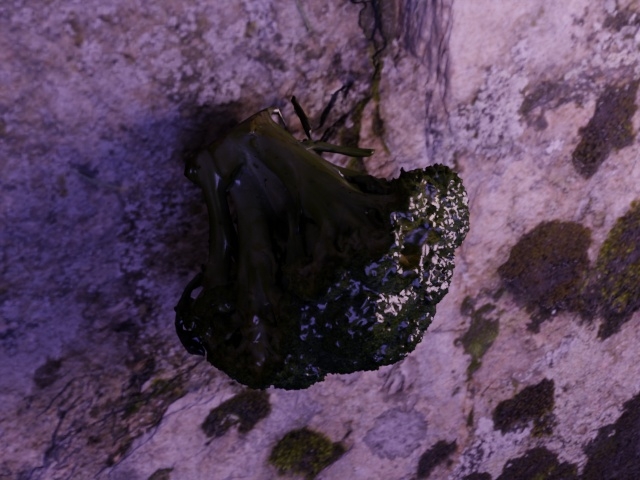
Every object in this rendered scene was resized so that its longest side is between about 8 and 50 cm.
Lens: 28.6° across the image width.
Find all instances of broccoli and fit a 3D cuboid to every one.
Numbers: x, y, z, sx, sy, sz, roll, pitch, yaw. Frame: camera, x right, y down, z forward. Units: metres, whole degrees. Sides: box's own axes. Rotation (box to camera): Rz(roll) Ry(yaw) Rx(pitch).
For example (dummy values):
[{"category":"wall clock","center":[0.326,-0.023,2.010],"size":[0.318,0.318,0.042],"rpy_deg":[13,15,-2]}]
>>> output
[{"category":"broccoli","center":[0.000,0.000,1.242],"size":[0.321,0.283,0.304],"rpy_deg":[-31,-174,34]}]
